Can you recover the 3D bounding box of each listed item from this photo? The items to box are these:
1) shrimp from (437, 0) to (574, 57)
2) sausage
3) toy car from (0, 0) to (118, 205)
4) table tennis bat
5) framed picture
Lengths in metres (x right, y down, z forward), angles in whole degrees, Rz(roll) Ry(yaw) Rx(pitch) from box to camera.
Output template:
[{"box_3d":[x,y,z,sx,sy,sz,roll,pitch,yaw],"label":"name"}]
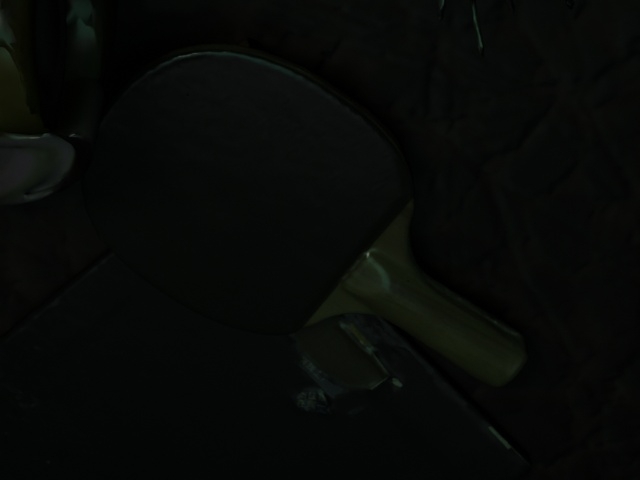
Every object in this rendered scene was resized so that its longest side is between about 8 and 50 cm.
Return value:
[{"box_3d":[0.047,-0.230,0.658,0.145,0.116,0.343,-1,123,31],"label":"shrimp"},{"box_3d":[-0.067,-0.053,0.804,0.116,0.026,0.026,-39,109,20],"label":"sausage"},{"box_3d":[-0.215,-0.186,0.665,0.242,0.226,0.336,0,143,3],"label":"toy car"},{"box_3d":[0.000,0.000,0.811,0.246,0.022,0.138,32,116,-18],"label":"table tennis bat"},{"box_3d":[-0.085,0.132,0.908,0.324,0.013,0.244,-38,109,19],"label":"framed picture"}]
